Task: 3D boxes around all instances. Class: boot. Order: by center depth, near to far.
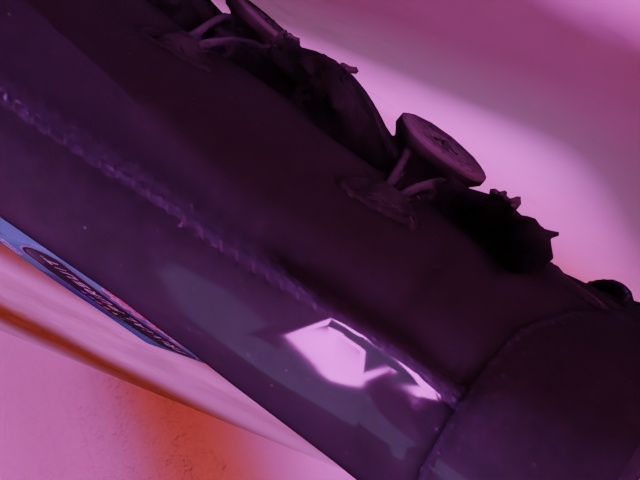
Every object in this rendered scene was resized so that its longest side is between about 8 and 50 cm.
[{"bbox_3d":[0.000,0.000,0.655,0.445,0.146,0.367,32,180,10],"label":"boot"}]

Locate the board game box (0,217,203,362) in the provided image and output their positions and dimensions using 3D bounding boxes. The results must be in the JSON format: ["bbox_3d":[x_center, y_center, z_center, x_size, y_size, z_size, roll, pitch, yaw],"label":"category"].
[{"bbox_3d":[-0.055,0.047,1.190,0.336,0.079,0.254,15,164,33],"label":"board game box"}]
